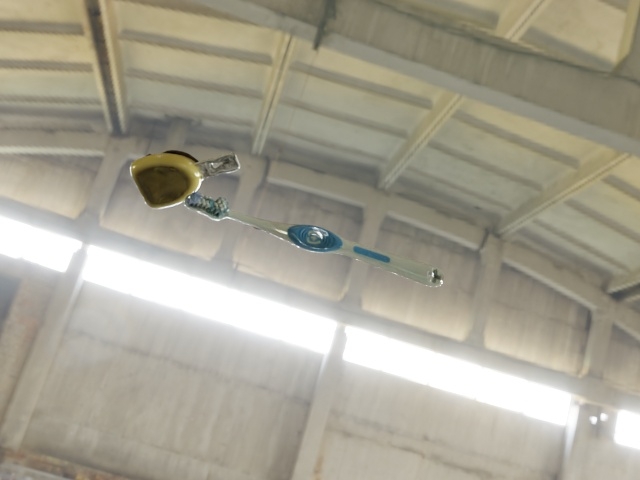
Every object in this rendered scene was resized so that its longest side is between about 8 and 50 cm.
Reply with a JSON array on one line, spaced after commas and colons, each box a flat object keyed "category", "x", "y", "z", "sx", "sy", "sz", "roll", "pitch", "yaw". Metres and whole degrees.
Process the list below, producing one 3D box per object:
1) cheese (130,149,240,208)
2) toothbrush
[{"category": "cheese", "x": -0.196, "y": -0.099, "z": 1.151, "sx": 0.163, "sy": 0.036, "sz": 0.086, "roll": -13, "pitch": -64, "yaw": 15}, {"category": "toothbrush", "x": -0.002, "y": 0.001, "z": 1.080, "sx": 0.386, "sy": 0.040, "sz": 0.040, "roll": 19, "pitch": -16, "yaw": -16}]
